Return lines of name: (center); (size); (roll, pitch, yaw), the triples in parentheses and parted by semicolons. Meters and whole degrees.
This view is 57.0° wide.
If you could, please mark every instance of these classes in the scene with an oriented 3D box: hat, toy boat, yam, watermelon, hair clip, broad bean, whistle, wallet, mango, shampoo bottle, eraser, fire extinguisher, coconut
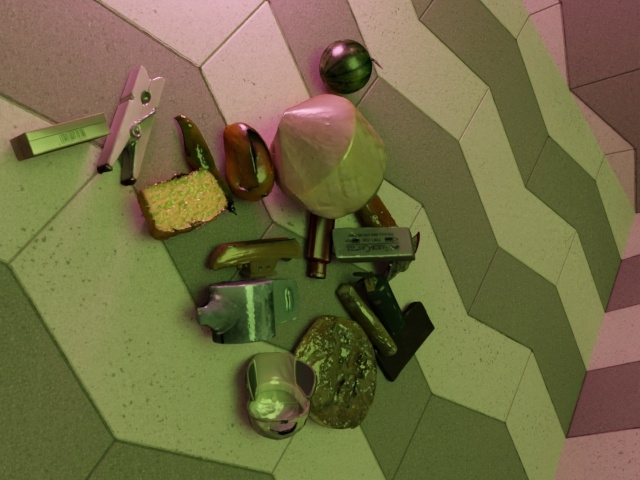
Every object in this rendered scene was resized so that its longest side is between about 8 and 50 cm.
hat: (-0.137, 0.470, 1.806); (0.232, 0.161, 0.275); (5, 57, -27)
toy boat: (-0.200, 0.058, 1.833); (0.321, 0.089, 0.121); (-8, 105, -40)
yam: (0.167, 0.284, 2.108); (0.071, 0.067, 0.317); (-34, 104, 8)
watermelon: (0.099, -0.619, 2.088); (0.214, 0.188, 0.188); (-31, 106, -17)
hair clip: (-0.512, -0.316, 1.615); (0.101, 0.085, 0.331); (26, 67, -37)
broad bean: (-0.344, -0.217, 1.759); (0.077, 0.061, 0.339); (-32, 105, -21)
whistle: (-0.207, 0.202, 1.780); (0.405, 0.188, 0.168); (-5, 91, -74)
wallet: (0.319, 0.378, 2.254); (0.309, 0.042, 0.165); (-43, 111, -31)
mango: (-0.228, -0.240, 1.808); (0.156, 0.151, 0.249); (-21, 94, -4)
shampoo bottle: (0.000, 0.000, 2.019); (0.102, 0.064, 0.260); (17, 75, -44)
eraser: (0.193, 0.014, 2.074); (0.352, 0.077, 0.111); (-1, 72, -23)
fire extinguisher: (0.213, 0.212, 2.106); (0.095, 0.114, 0.311); (-85, 156, -48)
coconut: (0.002, -0.270, 1.864); (0.415, 0.415, 0.345); (33, 87, -32)

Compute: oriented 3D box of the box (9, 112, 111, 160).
box: (-0.643, -0.257, 1.463); (0.201, 0.141, 0.058); (-28, 108, -37)

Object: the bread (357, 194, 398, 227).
bread: (0.195, -0.090, 2.182); (0.344, 0.084, 0.124); (53, 38, -22)

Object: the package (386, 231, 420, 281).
package: (0.309, 0.080, 2.238); (0.239, 0.030, 0.154); (-38, 149, -37)

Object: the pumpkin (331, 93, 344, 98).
pumpkin: (0.035, -0.419, 2.046); (0.254, 0.149, 0.130); (-12, 85, -41)

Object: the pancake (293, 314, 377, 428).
pancake: (0.052, 0.444, 1.999); (0.387, 0.082, 0.387); (13, 70, -39)

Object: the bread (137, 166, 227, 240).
bread: (-0.400, -0.091, 1.650); (0.260, 0.147, 0.160); (-33, 97, -44)
